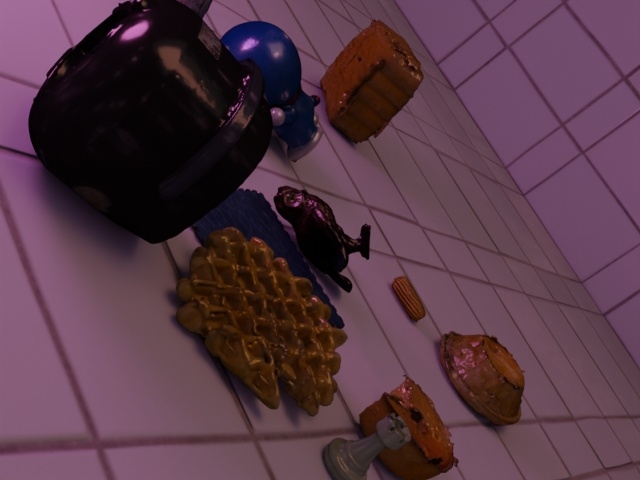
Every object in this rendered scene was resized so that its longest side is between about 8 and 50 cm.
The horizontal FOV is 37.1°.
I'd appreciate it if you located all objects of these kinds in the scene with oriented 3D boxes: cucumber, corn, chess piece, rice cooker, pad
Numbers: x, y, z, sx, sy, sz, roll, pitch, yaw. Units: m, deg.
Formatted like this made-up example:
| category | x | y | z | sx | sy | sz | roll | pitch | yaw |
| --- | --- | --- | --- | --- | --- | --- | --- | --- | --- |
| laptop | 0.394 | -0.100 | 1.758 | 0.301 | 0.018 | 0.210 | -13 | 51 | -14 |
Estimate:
| category | x | y | z | sx | sy | sz | roll | pitch | yaw |
| --- | --- | --- | --- | --- | --- | --- | --- | --- | --- |
| cucumber | -0.230 | -0.397 | 1.644 | 0.064 | 0.112 | 0.064 | 35 | 25 | -19 |
| corn | 0.161 | 0.106 | 1.734 | 0.037 | 0.037 | 0.092 | 9 | 49 | -61 |
| chess piece | 0.061 | 0.258 | 1.185 | 0.067 | 0.103 | 0.067 | 42 | 23 | -23 |
| rice cooker | -0.197 | -0.149 | 1.117 | 0.224 | 0.267 | 0.267 | 47 | 21 | -24 |
| pad | -0.087 | 0.026 | 1.386 | 0.269 | 0.012 | 0.269 | 58 | 22 | 14 |

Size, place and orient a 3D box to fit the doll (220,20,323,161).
| category | x | y | z | sx | sy | sz | roll | pitch | yaw |
| --- | --- | --- | --- | --- | --- | --- | --- | --- | --- |
| doll | -0.093 | -0.264 | 1.685 | 0.257 | 0.161 | 0.215 | 58 | 1 | -32 |

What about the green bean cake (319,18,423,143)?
| category | x | y | z | sx | sy | sz | roll | pitch | yaw |
| --- | --- | --- | --- | --- | --- | --- | --- | --- | --- |
| green bean cake | 0.107 | -0.355 | 2.108 | 0.131 | 0.229 | 0.224 | 32 | 25 | -27 |

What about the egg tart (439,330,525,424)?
| category | x | y | z | sx | sy | sz | roll | pitch | yaw |
| --- | --- | --- | --- | --- | --- | --- | --- | --- | --- |
| egg tart | 0.307 | 0.242 | 1.749 | 0.212 | 0.090 | 0.212 | 40 | 21 | -19 |

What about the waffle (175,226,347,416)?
| category | x | y | z | sx | sy | sz | roll | pitch | yaw |
| --- | --- | --- | --- | --- | --- | --- | --- | --- | --- |
| waffle | -0.068 | 0.103 | 1.217 | 0.261 | 0.056 | 0.250 | 45 | 28 | -8 |

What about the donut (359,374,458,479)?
| category | x | y | z | sx | sy | sz | roll | pitch | yaw |
| --- | --- | --- | --- | --- | --- | --- | --- | --- | --- |
| donut | 0.126 | 0.274 | 1.340 | 0.146 | 0.078 | 0.181 | 56 | 15 | 8 |

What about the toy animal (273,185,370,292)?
| category | x | y | z | sx | sy | sz | roll | pitch | yaw |
| --- | --- | --- | --- | --- | --- | --- | --- | --- | --- |
| toy animal | -0.006 | -0.006 | 1.512 | 0.179 | 0.116 | 0.218 | 28 | 8 | -4 |
